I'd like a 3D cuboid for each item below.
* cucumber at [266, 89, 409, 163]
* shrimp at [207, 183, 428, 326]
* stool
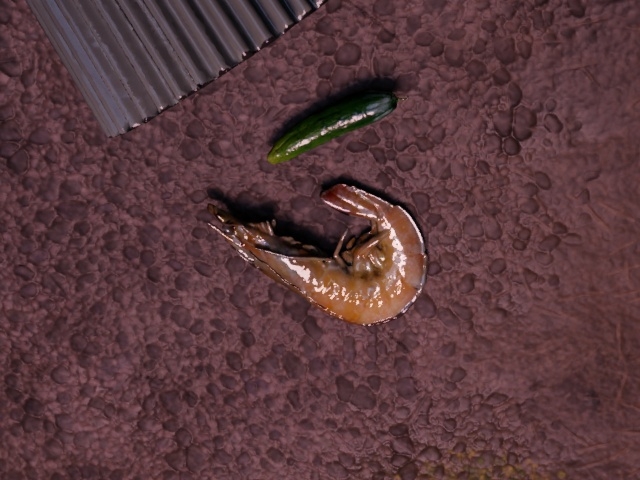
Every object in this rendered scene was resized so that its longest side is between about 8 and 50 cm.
[{"bbox_3d":[0.016,-0.125,1.709,0.168,0.039,0.039,-25,109,17],"label":"cucumber"},{"bbox_3d":[0.000,-0.001,1.763,0.251,0.052,0.143,24,103,-13],"label":"shrimp"},{"bbox_3d":[-0.171,-0.312,1.523,0.297,0.297,0.330,-31,102,17],"label":"stool"}]
